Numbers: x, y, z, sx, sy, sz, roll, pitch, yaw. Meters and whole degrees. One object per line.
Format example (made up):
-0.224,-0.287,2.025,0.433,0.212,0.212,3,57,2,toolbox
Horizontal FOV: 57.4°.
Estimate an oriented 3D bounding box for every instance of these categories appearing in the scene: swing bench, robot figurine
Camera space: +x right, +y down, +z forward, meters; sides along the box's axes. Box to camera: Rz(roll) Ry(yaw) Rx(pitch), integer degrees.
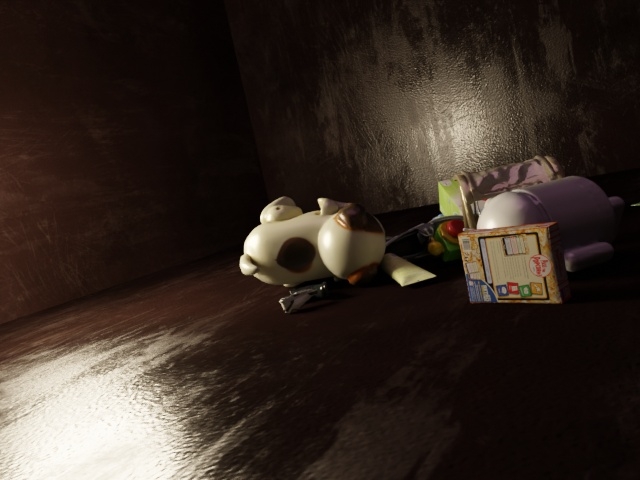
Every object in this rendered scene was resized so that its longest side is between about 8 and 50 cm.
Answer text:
0.505,-0.080,1.532,0.253,0.255,0.165,-12,6,6,swing bench
0.500,-0.028,1.303,0.353,0.200,0.300,-15,31,-19,robot figurine

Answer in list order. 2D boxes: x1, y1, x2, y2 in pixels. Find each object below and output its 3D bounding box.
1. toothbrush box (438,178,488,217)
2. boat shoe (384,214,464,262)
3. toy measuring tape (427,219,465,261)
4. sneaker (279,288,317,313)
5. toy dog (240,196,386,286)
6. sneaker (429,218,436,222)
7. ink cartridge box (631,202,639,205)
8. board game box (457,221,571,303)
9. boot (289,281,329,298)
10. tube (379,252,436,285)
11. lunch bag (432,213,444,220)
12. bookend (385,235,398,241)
0.536,-0.110,1.949,0.206,0.122,0.283,-12,32,-2,toothbrush box
0.315,0.007,1.777,0.319,0.116,0.099,-19,-2,6,boat shoe
0.437,-0.014,1.715,0.330,0.121,0.121,-13,5,-30,toy measuring tape
-0.054,0.153,1.496,0.109,0.044,0.040,-20,5,-27,sneaker
0.000,0.000,1.702,0.408,0.284,0.395,-3,3,34,toy dog
0.504,-0.037,2.053,0.275,0.107,0.110,-19,26,-16,sneaker
0.988,-0.096,1.629,0.209,0.062,0.109,-15,6,-23,ink cartridge box
0.370,0.047,1.129,0.045,0.147,0.193,-18,9,-42,board game box
-0.031,0.141,1.570,0.099,0.045,0.121,-11,-2,-8,boot
0.221,0.085,1.568,0.070,0.062,0.240,-56,15,0,tube
0.539,-0.071,2.234,0.176,0.090,0.219,-16,5,-10,lunch bag
0.177,0.038,2.004,0.156,0.072,0.157,-15,6,-23,bookend
